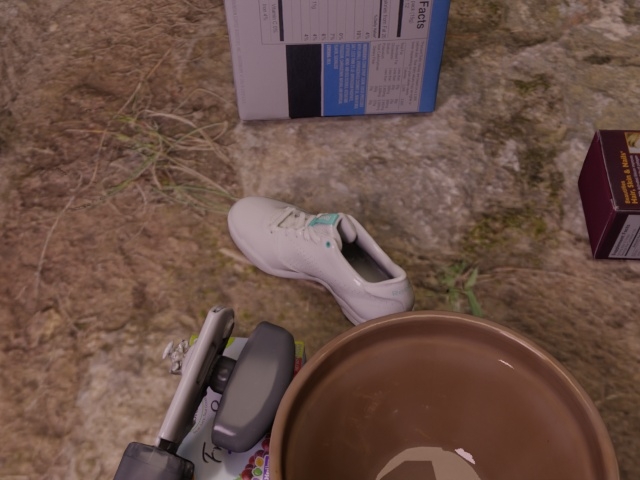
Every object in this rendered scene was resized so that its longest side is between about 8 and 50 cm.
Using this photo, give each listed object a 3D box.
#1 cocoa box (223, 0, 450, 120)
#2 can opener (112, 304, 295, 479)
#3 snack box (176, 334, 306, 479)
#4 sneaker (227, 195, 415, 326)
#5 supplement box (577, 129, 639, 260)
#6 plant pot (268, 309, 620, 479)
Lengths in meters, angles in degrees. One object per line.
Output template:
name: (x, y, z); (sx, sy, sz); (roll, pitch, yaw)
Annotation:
cocoa box: (0.013, -0.337, 0.901); (0.228, 0.231, 0.347); (-2, 52, -1)
can opener: (-0.105, 0.176, 0.562); (0.093, 0.074, 0.280); (21, 72, 10)
snack box: (-0.068, 0.149, 0.647); (0.100, 0.037, 0.141); (2, 54, 6)
sneaker: (0.000, 0.000, 0.726); (0.212, 0.094, 0.080); (31, 60, 23)
supplement box: (0.355, -0.042, 0.755); (0.188, 0.080, 0.104); (2, 53, 3)
plant pot: (0.083, 0.177, 0.576); (0.237, 0.109, 0.237); (-1, 53, 1)
